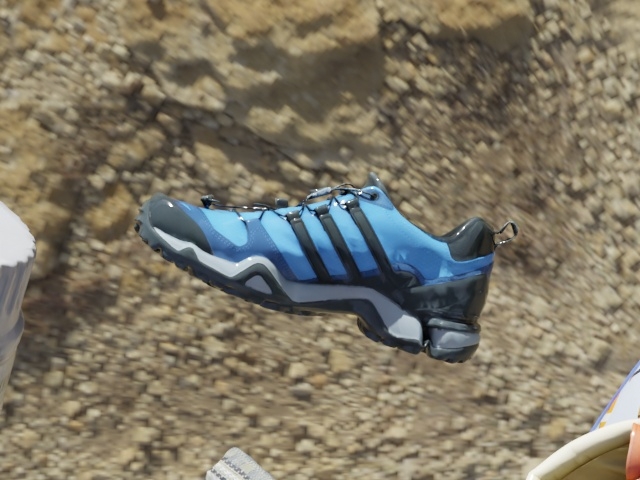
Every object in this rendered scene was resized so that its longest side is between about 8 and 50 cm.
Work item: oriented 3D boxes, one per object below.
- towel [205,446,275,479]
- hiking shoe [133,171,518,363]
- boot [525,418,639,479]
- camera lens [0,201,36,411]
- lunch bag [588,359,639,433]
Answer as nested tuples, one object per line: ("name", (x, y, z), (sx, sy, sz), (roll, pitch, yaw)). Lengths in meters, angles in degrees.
("towel", (0.037, 0.311, 0.901), (0.056, 0.324, 0.312), (-27, 43, -27))
("hiking shoe", (0.000, 0.000, 1.361), (0.304, 0.113, 0.132), (18, 89, -11))
("boot", (0.151, 0.093, 0.591), (0.158, 0.059, 0.084), (-22, 121, 29))
("camera lens", (-0.258, 0.089, 0.668), (0.219, 0.219, 0.274), (27, 100, 18))
("lunch bag", (0.246, 0.192, 1.048), (0.115, 0.303, 0.243), (23, 126, -10))
